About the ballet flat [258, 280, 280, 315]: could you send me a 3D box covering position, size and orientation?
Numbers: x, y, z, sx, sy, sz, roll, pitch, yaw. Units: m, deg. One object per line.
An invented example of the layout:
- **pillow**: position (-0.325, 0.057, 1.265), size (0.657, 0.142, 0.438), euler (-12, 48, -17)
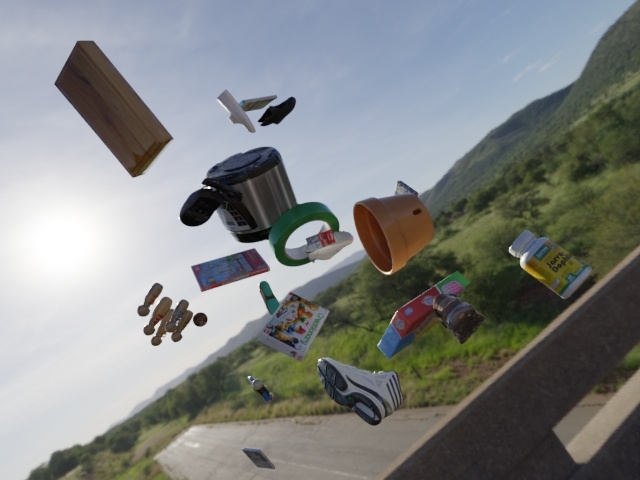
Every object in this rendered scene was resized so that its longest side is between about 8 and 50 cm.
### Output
- **ballet flat**: position (-0.262, 0.304, 2.308), size (0.073, 0.206, 0.067), euler (-10, -27, -25)

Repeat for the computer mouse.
- **computer mouse**: position (-0.456, -0.154, 1.789), size (0.272, 0.072, 0.188), euler (-36, -38, 26)

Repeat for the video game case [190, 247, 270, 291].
- **video game case**: position (-0.372, 0.115, 1.850), size (0.285, 0.025, 0.204), euler (-17, 29, -20)

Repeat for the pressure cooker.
- **pressure cooker**: position (-0.291, -0.183, 2.096), size (0.375, 0.420, 0.370), euler (-18, 29, 0)

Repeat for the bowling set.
- **bowling set**: position (-0.523, 0.292, 1.607), size (0.287, 0.200, 0.154), euler (88, -158, -56)

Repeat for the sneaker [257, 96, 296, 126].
- **sneaker**: position (-0.181, -0.537, 1.871), size (0.170, 0.051, 0.089), euler (-44, -26, 22)

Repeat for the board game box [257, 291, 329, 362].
- **board game box**: position (-0.101, 0.341, 1.823), size (0.053, 0.193, 0.305), euler (-69, -8, 30)

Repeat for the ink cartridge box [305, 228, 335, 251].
- **ink cartridge box**: position (0.000, 0.000, 1.887), size (0.115, 0.063, 0.029), euler (-22, -4, 24)

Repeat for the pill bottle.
- **pill bottle**: position (0.673, 0.064, 1.334), size (0.117, 0.208, 0.117), euler (-33, -31, -23)

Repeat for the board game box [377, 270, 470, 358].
- **board game box**: position (0.363, 0.263, 1.597), size (0.316, 0.064, 0.242), euler (-26, -31, -31)

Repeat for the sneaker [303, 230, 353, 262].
- **sneaker**: position (0.045, 0.030, 1.991), size (0.235, 0.095, 0.090), euler (-16, 27, 24)

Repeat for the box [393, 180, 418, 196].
- **box**: position (0.376, -0.196, 1.999), size (0.027, 0.137, 0.094), euler (-6, -57, -26)

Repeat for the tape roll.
- **tape roll**: position (-0.071, -0.024, 1.991), size (0.321, 0.077, 0.321), euler (-22, -37, -18)

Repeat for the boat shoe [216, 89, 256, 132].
- **boat shoe**: position (-0.313, -0.467, 1.670), size (0.063, 0.184, 0.066), euler (-37, 15, 3)

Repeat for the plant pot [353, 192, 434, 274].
- **plant pot**: position (0.275, -0.044, 1.655), size (0.203, 0.291, 0.291), euler (-24, -8, -13)

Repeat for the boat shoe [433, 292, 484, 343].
- **boat shoe**: position (0.439, 0.240, 1.447), size (0.123, 0.116, 0.324), euler (-45, -34, -2)

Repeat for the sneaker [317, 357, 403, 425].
- **sneaker**: position (0.199, 0.673, 2.129), size (0.257, 0.447, 0.169), euler (-13, -62, -38)

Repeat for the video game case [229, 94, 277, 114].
- **video game case**: position (-0.268, -0.541, 1.796), size (0.166, 0.015, 0.119), euler (-25, 7, -38)

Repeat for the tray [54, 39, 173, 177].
- **tray**: position (-0.700, -0.436, 1.522), size (0.203, 0.411, 0.076), euler (-37, 4, 31)

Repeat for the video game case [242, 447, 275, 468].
- **video game case**: position (-0.235, 0.830, 1.716), size (0.087, 0.122, 0.011), euler (-11, 32, 31)

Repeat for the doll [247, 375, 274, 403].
- **doll**: position (-0.219, 0.542, 1.647), size (0.046, 0.129, 0.189), euler (-40, -24, -15)
